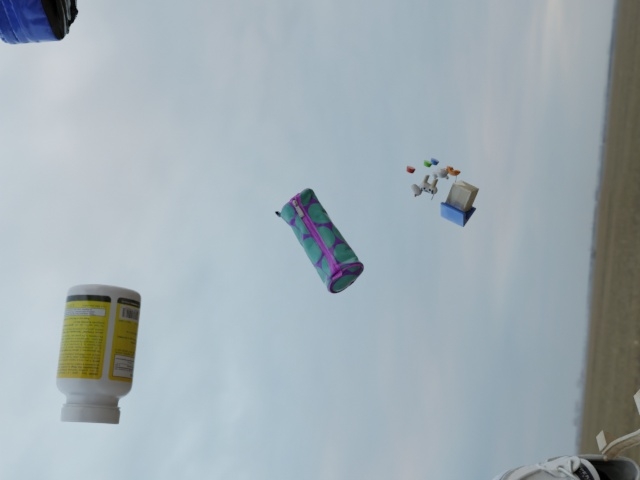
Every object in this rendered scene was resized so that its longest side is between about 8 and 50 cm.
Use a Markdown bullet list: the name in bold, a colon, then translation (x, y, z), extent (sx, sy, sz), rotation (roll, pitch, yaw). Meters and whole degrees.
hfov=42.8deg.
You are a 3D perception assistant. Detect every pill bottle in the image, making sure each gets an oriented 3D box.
- **pill bottle**: translation (-0.557, 0.287, 2.041), extent (0.188, 0.188, 0.333), rotation (41, -130, -68)

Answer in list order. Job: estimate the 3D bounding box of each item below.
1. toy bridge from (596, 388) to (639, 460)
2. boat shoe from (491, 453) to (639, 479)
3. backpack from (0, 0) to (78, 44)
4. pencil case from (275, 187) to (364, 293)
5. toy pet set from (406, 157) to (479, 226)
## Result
- **toy bridge**: translation (0.413, 0.214, 1.027), extent (0.188, 0.026, 0.063), rotation (-61, 6, 27)
- **boat shoe**: translation (0.311, 0.308, 1.033), extent (0.258, 0.095, 0.084), rotation (2, -43, -42)
- **backpack**: translation (-0.288, -0.249, 0.774), extent (0.120, 0.101, 0.098), rotation (75, -164, -45)
- **pencil case**: translation (0.000, 0.000, 1.167), extent (0.151, 0.064, 0.070), rotation (56, -173, 24)
- **toy pet set**: translation (0.197, -0.076, 1.325), extent (0.122, 0.114, 0.065), rotation (-21, -45, -58)
